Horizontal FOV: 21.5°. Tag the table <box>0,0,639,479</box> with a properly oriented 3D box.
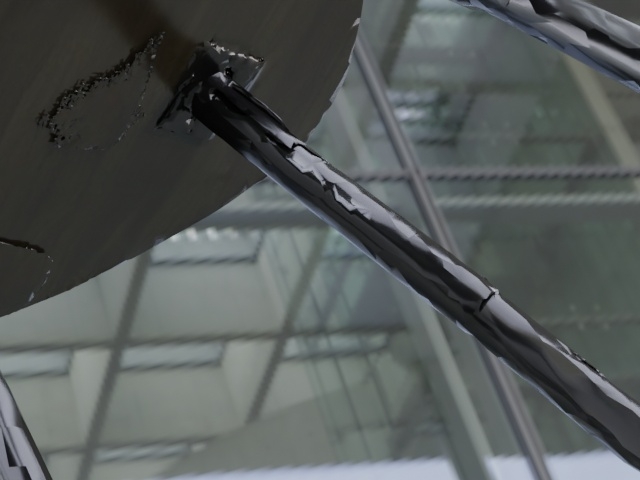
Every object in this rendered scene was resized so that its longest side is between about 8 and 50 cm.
[{"bbox_3d":[0.000,0.000,0.560,0.317,0.249,0.317,-34,-29,-22],"label":"table"}]
